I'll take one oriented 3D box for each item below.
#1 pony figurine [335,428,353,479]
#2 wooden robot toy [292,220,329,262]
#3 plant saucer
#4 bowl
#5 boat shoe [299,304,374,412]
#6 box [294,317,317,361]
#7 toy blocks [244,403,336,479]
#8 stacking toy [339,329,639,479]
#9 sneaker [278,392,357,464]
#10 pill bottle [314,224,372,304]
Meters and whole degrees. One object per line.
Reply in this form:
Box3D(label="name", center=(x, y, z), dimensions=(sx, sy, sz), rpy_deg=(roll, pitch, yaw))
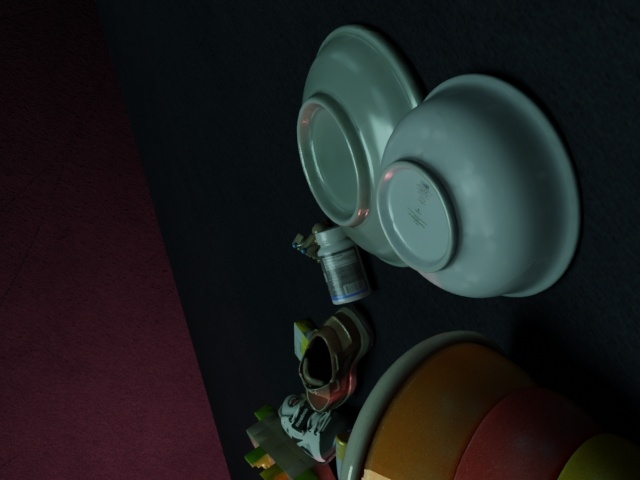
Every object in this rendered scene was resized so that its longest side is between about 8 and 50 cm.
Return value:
Box3D(label="pony figurine", center=(0.081, 0.567, 1.674), dimensions=(0.351, 0.302, 0.364), rpy_deg=(32, 122, 47))
Box3D(label="wooden robot toy", center=(0.000, 0.000, 1.644), dimensions=(0.079, 0.076, 0.173), rpy_deg=(-61, 14, 0))
Box3D(label="plant saucer", center=(0.051, -0.137, 1.331), dimensions=(0.400, 0.100, 0.401), rpy_deg=(51, 151, 43))
Box3D(label="bowl", center=(0.163, -0.046, 1.031), dimensions=(0.298, 0.134, 0.298), rpy_deg=(37, 139, 42))
Box3D(label="boat shoe", center=(0.007, 0.254, 1.692), dimensions=(0.123, 0.116, 0.324), rpy_deg=(46, 144, 28))
Box3D(label="box", center=(-0.003, 0.269, 1.884), dimensions=(0.179, 0.043, 0.105), rpy_deg=(52, 151, 45))
Box3D(label="toy blocks", center=(-0.049, 0.618, 2.145), dimensions=(0.381, 0.190, 0.261), rpy_deg=(25, 142, 59))
Box3D(label="stacking toy", center=(0.288, 0.324, 0.954), dimensions=(0.479, 0.350, 0.351), rpy_deg=(15, 123, 46))
Box3D(label="sneaker", center=(-0.022, 0.414, 1.881), dimensions=(0.146, 0.122, 0.330), rpy_deg=(44, 158, -6))
Box3D(label="pill bottle", center=(0.040, 0.042, 1.536), dimensions=(0.078, 0.078, 0.137), rpy_deg=(-10, 98, 69))
